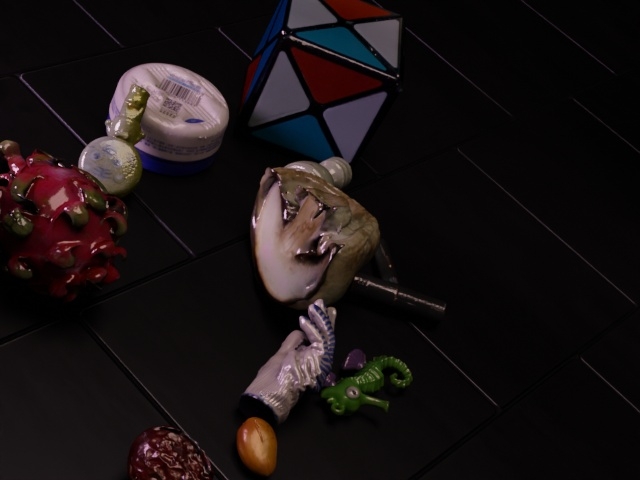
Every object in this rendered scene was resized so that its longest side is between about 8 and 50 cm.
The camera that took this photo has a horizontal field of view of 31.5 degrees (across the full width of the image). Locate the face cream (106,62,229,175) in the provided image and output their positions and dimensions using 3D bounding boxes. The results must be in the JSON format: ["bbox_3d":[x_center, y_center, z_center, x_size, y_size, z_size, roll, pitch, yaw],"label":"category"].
[{"bbox_3d":[-0.267,-0.219,2.001,0.206,0.111,0.206,16,41,-15],"label":"face cream"}]

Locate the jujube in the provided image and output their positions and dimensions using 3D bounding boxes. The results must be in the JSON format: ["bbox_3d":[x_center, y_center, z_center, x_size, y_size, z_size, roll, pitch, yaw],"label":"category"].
[{"bbox_3d":[-0.188,0.319,1.458,0.104,0.104,0.166,-13,64,-39],"label":"jujube"}]

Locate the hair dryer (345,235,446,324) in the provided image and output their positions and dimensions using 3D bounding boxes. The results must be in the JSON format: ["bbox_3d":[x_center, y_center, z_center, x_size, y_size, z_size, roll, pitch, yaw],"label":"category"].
[{"bbox_3d":[0.132,0.054,1.981,0.173,0.050,0.194,22,35,-11],"label":"hair dryer"}]

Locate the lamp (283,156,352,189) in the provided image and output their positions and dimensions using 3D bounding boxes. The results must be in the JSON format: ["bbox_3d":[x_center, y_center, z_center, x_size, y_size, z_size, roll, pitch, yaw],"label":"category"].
[{"bbox_3d":[-0.009,-0.102,2.030,0.106,0.106,0.193,38,32,13],"label":"lamp"}]

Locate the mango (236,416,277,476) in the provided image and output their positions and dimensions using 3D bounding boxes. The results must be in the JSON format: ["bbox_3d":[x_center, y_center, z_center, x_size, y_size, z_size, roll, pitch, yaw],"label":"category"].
[{"bbox_3d":[-0.086,0.290,1.585,0.060,0.046,0.089,0,50,-31],"label":"mango"}]

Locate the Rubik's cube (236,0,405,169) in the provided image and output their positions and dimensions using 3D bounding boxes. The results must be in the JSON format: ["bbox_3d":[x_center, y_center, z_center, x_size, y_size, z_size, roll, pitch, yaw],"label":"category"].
[{"bbox_3d":[0.003,-0.315,2.154,0.250,0.248,0.246,20,40,-11],"label":"Rubik's cube"}]

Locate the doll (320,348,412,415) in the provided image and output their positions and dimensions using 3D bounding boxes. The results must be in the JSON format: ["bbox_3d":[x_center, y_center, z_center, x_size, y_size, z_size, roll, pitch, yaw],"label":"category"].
[{"bbox_3d":[0.072,0.221,1.753,0.115,0.050,0.190,38,38,19],"label":"doll"}]

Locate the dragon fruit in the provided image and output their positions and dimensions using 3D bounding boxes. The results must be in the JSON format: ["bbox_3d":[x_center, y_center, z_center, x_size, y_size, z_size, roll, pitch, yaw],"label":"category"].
[{"bbox_3d":[-0.396,-0.029,1.669,0.218,0.198,0.273,-21,29,-10],"label":"dragon fruit"}]

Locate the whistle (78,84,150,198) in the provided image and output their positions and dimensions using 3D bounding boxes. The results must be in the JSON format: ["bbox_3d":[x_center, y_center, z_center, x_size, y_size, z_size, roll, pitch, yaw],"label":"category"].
[{"bbox_3d":[-0.331,-0.161,1.874,0.104,0.057,0.198,19,76,-6],"label":"whistle"}]

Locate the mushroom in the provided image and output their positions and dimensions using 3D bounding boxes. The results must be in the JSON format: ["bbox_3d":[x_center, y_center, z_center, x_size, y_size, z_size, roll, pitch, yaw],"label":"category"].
[{"bbox_3d":[-0.001,0.008,1.848,0.164,0.189,0.267,11,17,-35],"label":"mushroom"}]

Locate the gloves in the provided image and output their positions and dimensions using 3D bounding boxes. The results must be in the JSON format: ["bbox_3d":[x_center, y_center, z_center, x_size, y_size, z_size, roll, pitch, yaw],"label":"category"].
[{"bbox_3d":[-0.036,0.182,1.686,0.097,0.119,0.229,50,54,-27],"label":"gloves"}]
